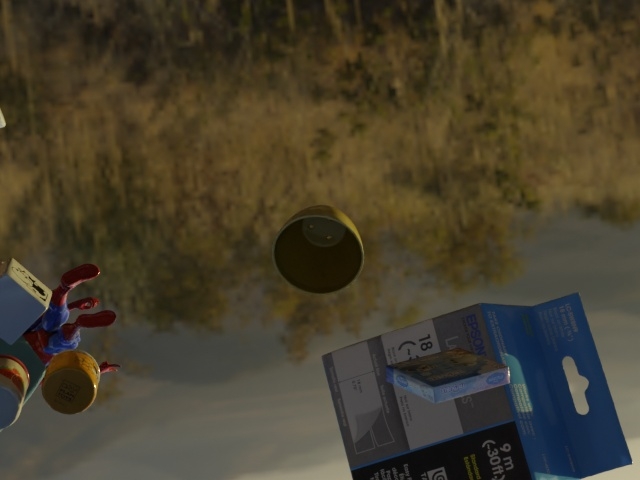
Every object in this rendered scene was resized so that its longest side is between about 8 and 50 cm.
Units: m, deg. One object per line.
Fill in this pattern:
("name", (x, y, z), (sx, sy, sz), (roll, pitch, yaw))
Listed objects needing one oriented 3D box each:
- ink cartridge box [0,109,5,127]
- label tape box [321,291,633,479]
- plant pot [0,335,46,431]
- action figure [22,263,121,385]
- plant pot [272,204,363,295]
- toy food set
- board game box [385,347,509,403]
("ink cartridge box", (-0.515, -0.155, 1.992), (0.145, 0.045, 0.179), (-16, -166, -11))
("label tape box", (0.193, 0.212, 1.802), (0.334, 0.240, 0.106), (-20, 160, 14))
("plant pot", (-0.449, 0.183, 1.649), (0.234, 0.165, 0.166), (-39, -173, -27))
("action figure", (-0.294, 0.108, 1.756), (0.139, 0.091, 0.280), (-12, 165, -34))
("plant pot", (0.000, 0.000, 2.107), (0.134, 0.134, 0.095), (-9, -153, 11))
("toy food set", (-0.265, 0.042, 1.045), (0.111, 0.232, 0.104), (-45, -164, 10))
("board game box", (0.127, 0.134, 1.426), (0.090, 0.020, 0.090), (-12, -165, -27))
